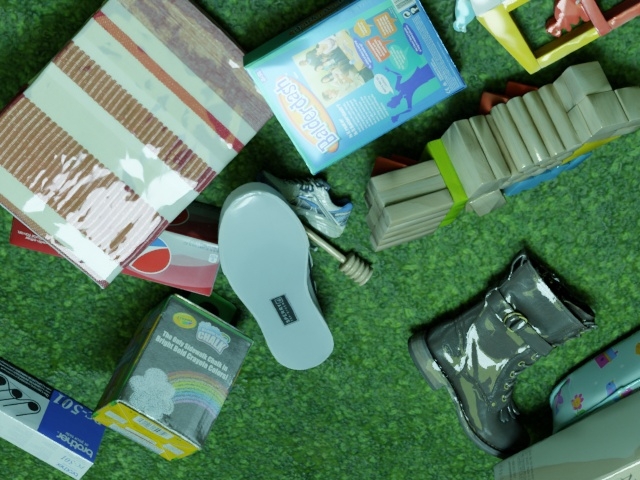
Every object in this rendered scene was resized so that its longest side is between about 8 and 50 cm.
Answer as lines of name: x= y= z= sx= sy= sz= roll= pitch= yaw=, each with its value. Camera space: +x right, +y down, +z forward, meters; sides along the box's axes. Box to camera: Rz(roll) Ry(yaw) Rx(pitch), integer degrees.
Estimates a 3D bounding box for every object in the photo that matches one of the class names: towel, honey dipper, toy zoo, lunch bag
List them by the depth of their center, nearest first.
toy zoo: x=0.276 y=-0.312 z=1.281 sx=0.293 sy=0.030 sz=0.192 roll=-28 pitch=115 yaw=20
towel: x=-0.230 y=-0.133 z=1.363 sx=0.329 sy=0.037 sz=0.237 roll=-46 pitch=109 yaw=4
honey dipper: x=0.000 y=0.000 z=1.498 sx=0.161 sy=0.030 sz=0.030 roll=39 pitch=117 yaw=-13
lunch bag: x=0.462 y=0.235 z=1.559 sx=0.279 sy=0.108 sz=0.224 roll=-39 pitch=113 yaw=24

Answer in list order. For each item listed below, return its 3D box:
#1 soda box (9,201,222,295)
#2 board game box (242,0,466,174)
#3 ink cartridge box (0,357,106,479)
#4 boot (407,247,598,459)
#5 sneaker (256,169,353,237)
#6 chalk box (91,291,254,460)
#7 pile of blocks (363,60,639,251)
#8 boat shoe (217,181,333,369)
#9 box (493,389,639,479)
soda box: x=-0.251 y=-0.016 z=1.466 sx=0.263 sy=0.092 sz=0.083 roll=15 pitch=122 yaw=-5
board game box: x=0.039 y=-0.196 z=1.340 sx=0.210 sy=0.047 sz=0.160 roll=-29 pitch=116 yaw=8
ink cartridge box: x=-0.409 y=0.247 z=1.637 sx=0.207 sy=0.097 sz=0.046 roll=34 pitch=118 yaw=-15
boot: x=0.268 y=0.159 z=1.534 sx=0.229 sy=0.091 sz=0.263 roll=-34 pitch=110 yaw=23
sneaker: x=-0.018 y=-0.060 z=1.453 sx=0.135 sy=0.052 sz=0.058 roll=28 pitch=110 yaw=-21
chalk box: x=-0.186 y=0.163 z=1.529 sx=0.132 sy=0.213 sz=0.132 roll=33 pitch=151 yaw=-13
pile of blocks: x=0.205 y=-0.113 z=1.383 sx=0.362 sy=0.149 sz=0.112 roll=-24 pitch=74 yaw=8
boat shoe: x=-0.055 y=0.029 z=1.454 sx=0.113 sy=0.105 sz=0.306 roll=-22 pitch=133 yaw=4
box: x=0.390 y=0.300 z=1.467 sx=0.311 sy=0.121 sz=0.148 roll=-34 pitch=114 yaw=23
